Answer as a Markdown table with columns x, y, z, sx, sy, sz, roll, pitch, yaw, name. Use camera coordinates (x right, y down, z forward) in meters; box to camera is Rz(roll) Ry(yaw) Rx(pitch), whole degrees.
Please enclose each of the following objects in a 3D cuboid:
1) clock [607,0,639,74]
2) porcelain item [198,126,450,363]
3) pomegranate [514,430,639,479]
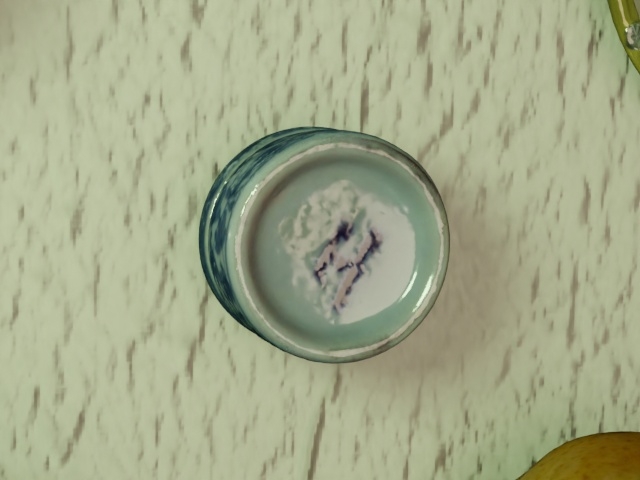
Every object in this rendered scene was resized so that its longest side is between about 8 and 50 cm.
| x | y | z | sx | sy | sz | roll | pitch | yaw | name |
| --- | --- | --- | --- | --- | --- | --- | --- | --- | --- |
| 0.294 | -0.192 | 1.294 | 0.237 | 0.057 | 0.237 | -3 | 100 | -17 | clock |
| 0.000 | 0.000 | 1.201 | 0.147 | 0.114 | 0.147 | -2 | 97 | -14 | porcelain item |
| 0.208 | 0.266 | 1.222 | 0.307 | 0.307 | 0.307 | -2 | 97 | -16 | pomegranate |
